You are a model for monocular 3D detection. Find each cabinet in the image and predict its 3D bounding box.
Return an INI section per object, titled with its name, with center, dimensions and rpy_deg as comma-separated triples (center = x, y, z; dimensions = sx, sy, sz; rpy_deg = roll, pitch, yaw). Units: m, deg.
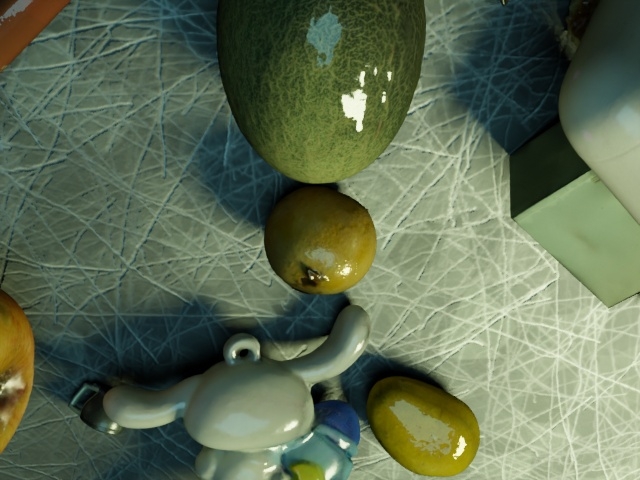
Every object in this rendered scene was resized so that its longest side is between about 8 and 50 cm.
[cabinet]
center = 0.375, -0.047, 1.426
dimensions = 0.206, 0.145, 0.150
rpy_deg = 40, 124, -23

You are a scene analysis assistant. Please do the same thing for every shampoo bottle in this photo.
[shampoo bottle]
center = -0.348, -0.290, 1.271
dimensions = 0.244, 0.085, 0.085
rpy_deg = -44, 113, 11

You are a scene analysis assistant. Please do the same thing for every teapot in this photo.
[teapot]
center = -0.315, 0.238, 1.544
dimensions = 0.088, 0.066, 0.057
rpy_deg = 23, 91, 6

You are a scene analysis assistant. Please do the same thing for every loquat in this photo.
[loquat]
center = 0.000, 0.000, 1.422
dimensions = 0.163, 0.163, 0.137
rpy_deg = 0, 136, -8

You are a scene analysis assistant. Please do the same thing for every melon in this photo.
[melon]
center = 0.000, -0.224, 1.258
dimensions = 0.248, 0.248, 0.329
rpy_deg = -2, 124, -7

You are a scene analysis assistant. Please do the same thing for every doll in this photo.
[doll]
center = -0.078, 0.300, 1.551
dimensions = 0.376, 0.187, 0.365
rpy_deg = -12, 106, 11

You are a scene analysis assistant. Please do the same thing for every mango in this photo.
[mango]
center = 0.150, 0.271, 1.601
dimensions = 0.137, 0.098, 0.195
rpy_deg = -39, 107, 14

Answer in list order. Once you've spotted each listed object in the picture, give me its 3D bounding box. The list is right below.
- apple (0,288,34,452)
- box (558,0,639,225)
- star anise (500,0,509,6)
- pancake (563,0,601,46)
[apple]
center = -0.523, 0.175, 1.365
dimensions = 0.275, 0.299, 0.299
rpy_deg = 17, 115, 15
[box]
center = 0.438, -0.136, 1.294
dimensions = 0.349, 0.288, 0.141
rpy_deg = 45, 145, -20
[star anise]
center = 0.230, -0.440, 1.260
dimensions = 0.332, 0.117, 0.331
rpy_deg = 1, 114, 2
[pancake]
center = 0.451, -0.300, 1.389
dimensions = 0.212, 0.056, 0.257
rpy_deg = 39, 112, -15
